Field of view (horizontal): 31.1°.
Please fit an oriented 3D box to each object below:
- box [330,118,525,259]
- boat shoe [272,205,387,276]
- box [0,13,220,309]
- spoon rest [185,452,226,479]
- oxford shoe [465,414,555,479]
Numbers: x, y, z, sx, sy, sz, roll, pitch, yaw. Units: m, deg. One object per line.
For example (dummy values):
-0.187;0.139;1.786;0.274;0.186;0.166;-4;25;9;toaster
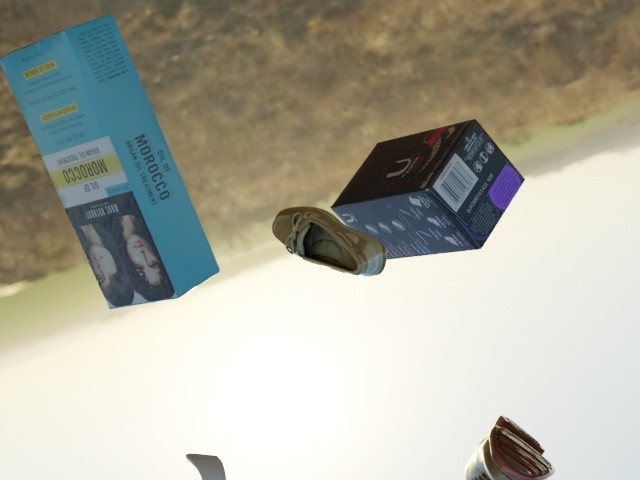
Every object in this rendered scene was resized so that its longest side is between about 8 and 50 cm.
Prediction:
0.171;-0.078;1.890;0.270;0.143;0.165;-9;-141;56;box
0.000;0.002;1.242;0.153;0.056;0.048;27;-158;35;boat shoe
-0.184;-0.064;1.005;0.100;0.244;0.060;-11;-164;42;box
-0.192;0.461;1.705;0.137;0.276;0.084;10;-176;-32;spoon rest
0.309;0.389;1.933;0.130;0.123;0.348;-52;169;5;oxford shoe
